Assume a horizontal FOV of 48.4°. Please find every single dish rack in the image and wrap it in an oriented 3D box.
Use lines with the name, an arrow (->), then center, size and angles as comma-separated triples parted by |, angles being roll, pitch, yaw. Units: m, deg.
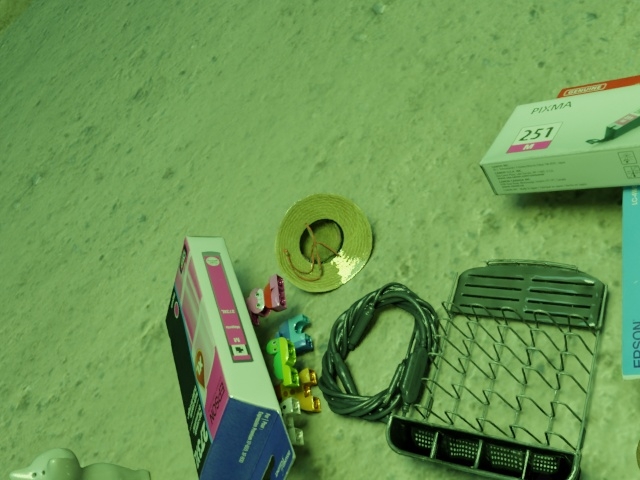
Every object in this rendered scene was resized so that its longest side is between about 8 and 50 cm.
dish rack -> 0.209, 0.136, 0.805 | 0.208, 0.074, 0.271 | 4, 62, 33

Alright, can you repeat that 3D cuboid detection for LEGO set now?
LEGO set -> -0.063, 0.174, 0.946 | 0.093, 0.087, 0.227 | -22, 57, 22

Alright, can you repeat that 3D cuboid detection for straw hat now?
straw hat -> 0.000, 0.000, 1.030 | 0.144, 0.144, 0.061 | -43, 7, 0

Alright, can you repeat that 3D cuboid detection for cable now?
cable -> 0.073, 0.140, 0.912 | 0.151, 0.047, 0.184 | 0, 62, 38

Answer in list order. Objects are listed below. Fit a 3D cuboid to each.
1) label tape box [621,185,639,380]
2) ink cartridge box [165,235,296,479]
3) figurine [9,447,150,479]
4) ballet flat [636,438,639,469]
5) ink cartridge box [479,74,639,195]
label tape box -> 0.482, 0.033, 0.679 | 0.348, 0.115, 0.249 | -8, 56, 35
ink cartridge box -> -0.131, 0.176, 0.923 | 0.371, 0.069, 0.175 | 62, 141, 43
figurine -> -0.351, 0.339, 0.924 | 0.215, 0.209, 0.092 | -25, 50, 15
ballet flat -> 0.403, 0.197, 0.561 | 0.342, 0.124, 0.116 | 13, 74, 51
ink cartridge box -> 0.359, -0.155, 0.835 | 0.275, 0.060, 0.239 | -2, 42, 46
